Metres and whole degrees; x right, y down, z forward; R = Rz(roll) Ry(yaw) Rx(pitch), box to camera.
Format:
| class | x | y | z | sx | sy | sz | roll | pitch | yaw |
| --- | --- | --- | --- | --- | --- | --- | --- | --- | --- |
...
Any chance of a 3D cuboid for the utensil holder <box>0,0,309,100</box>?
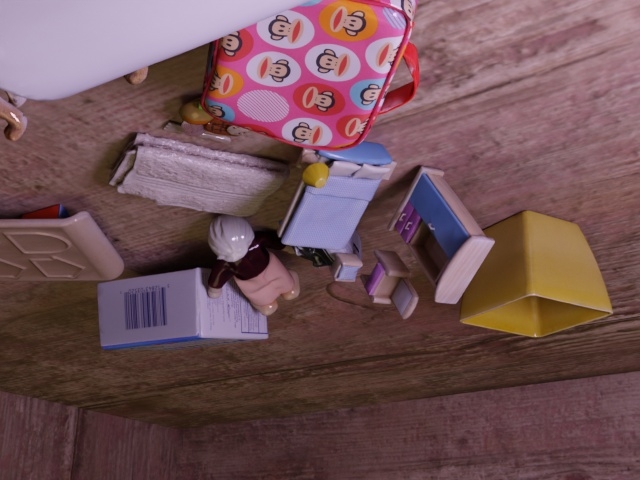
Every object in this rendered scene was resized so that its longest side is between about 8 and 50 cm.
| class | x | y | z | sx | sy | sz | roll | pitch | yaw |
| --- | --- | --- | --- | --- | --- | --- | --- | --- | --- |
| utensil holder | -0.088 | -0.301 | 0.669 | 0.385 | 0.328 | 0.327 | -20 | 153 | 18 |

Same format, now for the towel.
| class | x | y | z | sx | sy | sz | roll | pitch | yaw |
| --- | --- | --- | --- | --- | --- | --- | --- | --- | --- |
| towel | -0.210 | -0.106 | 1.664 | 0.282 | 0.049 | 0.187 | 9 | 158 | -21 |

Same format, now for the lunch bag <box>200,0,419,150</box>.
| class | x | y | z | sx | sy | sz | roll | pitch | yaw |
| --- | --- | --- | --- | --- | --- | --- | --- | --- | --- |
| lunch bag | -0.001 | -0.229 | 1.162 | 0.258 | 0.120 | 0.293 | 14 | 148 | -9 |

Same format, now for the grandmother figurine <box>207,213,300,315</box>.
| class | x | y | z | sx | sy | sz | roll | pitch | yaw |
| --- | --- | --- | --- | --- | --- | --- | --- | --- | --- |
| grandmother figurine | -0.147 | 0.046 | 1.978 | 0.208 | 0.104 | 0.342 | -41 | 151 | -8 |

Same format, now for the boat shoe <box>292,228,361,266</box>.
| class | x | y | z | sx | sy | sz | roll | pitch | yaw |
| --- | --- | --- | --- | --- | --- | --- | --- | --- | --- |
| boat shoe | 0.000 | 0.000 | 1.826 | 0.119 | 0.121 | 0.335 | -7 | 160 | 9 |

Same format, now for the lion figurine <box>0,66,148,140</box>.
| class | x | y | z | sx | sy | sz | roll | pitch | yaw |
| --- | --- | --- | --- | --- | --- | --- | --- | --- | --- |
| lion figurine | -0.398 | -0.255 | 1.202 | 0.392 | 0.142 | 0.240 | -24 | 136 | 21 |

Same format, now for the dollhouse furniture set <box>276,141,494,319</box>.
| class | x | y | z | sx | sy | sz | roll | pitch | yaw |
| --- | --- | --- | --- | --- | --- | --- | --- | --- | --- |
| dollhouse furniture set | 0.070 | 0.012 | 1.584 | 0.303 | 0.198 | 0.286 | 7 | 126 | -30 |

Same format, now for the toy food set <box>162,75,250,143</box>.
| class | x | y | z | sx | sy | sz | roll | pitch | yaw |
| --- | --- | --- | --- | --- | --- | --- | --- | --- | --- |
| toy food set | -0.155 | -0.182 | 1.476 | 0.132 | 0.039 | 0.192 | 11 | 157 | -25 |

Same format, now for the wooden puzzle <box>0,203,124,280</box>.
| class | x | y | z | sx | sy | sz | roll | pitch | yaw |
| --- | --- | --- | --- | --- | --- | --- | --- | --- | --- |
| wooden puzzle | -0.598 | 0.005 | 1.939 | 0.347 | 0.081 | 0.322 | -5 | 159 | 2 |

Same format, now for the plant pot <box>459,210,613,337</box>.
| class | x | y | z | sx | sy | sz | roll | pitch | yaw |
| --- | --- | --- | --- | --- | --- | --- | --- | --- | --- |
| plant pot | 0.410 | 0.062 | 1.882 | 0.212 | 0.187 | 0.212 | 13 | 155 | -29 |

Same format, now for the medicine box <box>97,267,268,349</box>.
| class | x | y | z | sx | sy | sz | roll | pitch | yaw |
| --- | --- | --- | --- | --- | --- | --- | --- | --- | --- |
| medicine box | -0.298 | 0.157 | 2.140 | 0.263 | 0.149 | 0.289 | -9 | 169 | 25 |
